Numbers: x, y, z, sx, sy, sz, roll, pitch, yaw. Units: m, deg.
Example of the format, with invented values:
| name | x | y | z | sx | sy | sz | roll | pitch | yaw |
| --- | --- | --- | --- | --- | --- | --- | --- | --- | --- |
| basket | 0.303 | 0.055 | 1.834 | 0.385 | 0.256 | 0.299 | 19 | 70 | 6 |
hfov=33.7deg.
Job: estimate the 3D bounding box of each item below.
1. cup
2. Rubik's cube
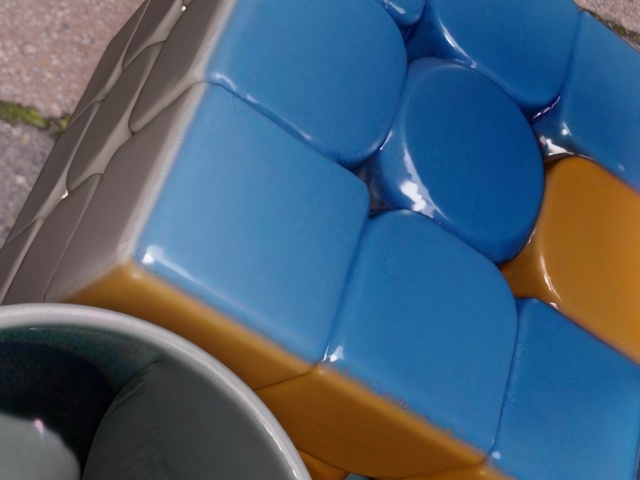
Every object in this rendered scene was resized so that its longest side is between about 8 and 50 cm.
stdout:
| name | x | y | z | sx | sy | sz | roll | pitch | yaw |
| --- | --- | --- | --- | --- | --- | --- | --- | --- | --- |
| cup | -0.158 | 0.159 | 0.439 | 0.205 | 0.312 | 0.206 | 12 | 67 | -31 |
| Rubik's cube | 0.000 | 0.000 | 0.621 | 0.291 | 0.291 | 0.290 | 31 | 58 | -23 |
